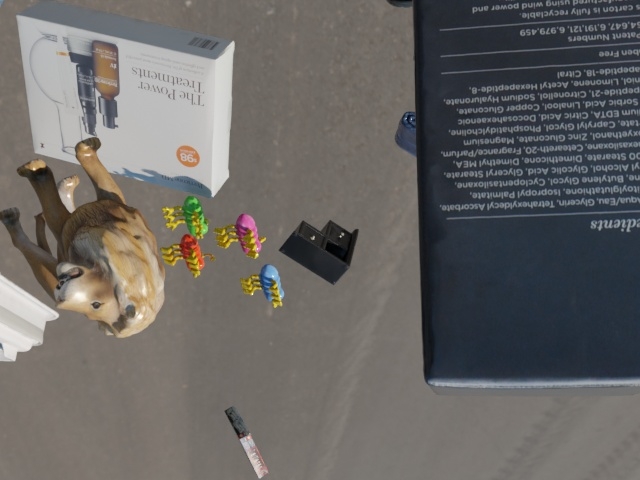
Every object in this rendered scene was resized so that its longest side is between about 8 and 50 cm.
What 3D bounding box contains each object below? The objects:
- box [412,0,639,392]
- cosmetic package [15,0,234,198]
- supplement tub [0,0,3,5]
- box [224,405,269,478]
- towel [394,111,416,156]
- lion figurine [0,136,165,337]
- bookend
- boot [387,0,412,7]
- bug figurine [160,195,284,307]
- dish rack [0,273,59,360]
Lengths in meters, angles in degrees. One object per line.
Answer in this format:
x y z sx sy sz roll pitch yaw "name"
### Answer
0.200 -0.055 0.735 0.212 0.395 0.293 -3 166 9 "box"
-0.353 -0.257 1.434 0.378 0.097 0.284 14 129 10 "cosmetic package"
-0.791 -0.549 1.595 0.236 0.325 0.235 -15 116 -35 "supplement tub"
-0.156 0.425 1.647 0.027 0.094 0.137 -28 127 -13 "box"
0.132 -0.136 1.027 0.029 0.067 0.119 -59 176 -4 "towel"
-0.310 0.020 1.025 0.142 0.240 0.392 -26 180 -23 "lion figurine"
0.000 0.000 1.858 0.156 0.157 0.072 33 125 -10 "bookend"
0.203 -0.517 1.330 0.247 0.094 0.207 -10 151 18 "boot"
-0.179 0.018 1.473 0.279 0.072 0.216 19 140 24 "bug figurine"
-0.475 0.081 0.873 0.286 0.072 0.333 1 163 0 "dish rack"
